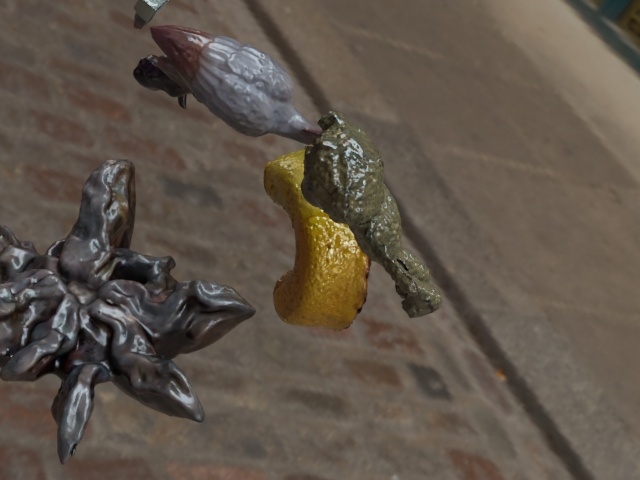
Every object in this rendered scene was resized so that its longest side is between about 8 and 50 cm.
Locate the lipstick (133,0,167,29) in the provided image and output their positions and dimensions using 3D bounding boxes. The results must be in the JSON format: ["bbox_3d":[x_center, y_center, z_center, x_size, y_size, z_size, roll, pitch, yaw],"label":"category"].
[{"bbox_3d":[-0.198,-0.259,1.431,0.025,0.107,0.025,45,70,-8],"label":"lipstick"}]

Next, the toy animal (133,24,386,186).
[{"bbox_3d":[-0.075,-0.163,1.426,0.324,0.090,0.195,27,-6,19],"label":"toy animal"}]

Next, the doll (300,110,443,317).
[{"bbox_3d":[0.056,-0.022,1.337,0.286,0.091,0.202,22,53,-72],"label":"doll"}]

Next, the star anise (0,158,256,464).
[{"bbox_3d":[-0.188,0.056,0.975,0.212,0.129,0.283,-30,55,-26],"label":"star anise"}]

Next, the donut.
[{"bbox_3d":[0.002,-0.005,1.676,0.101,0.152,0.259,-4,88,-27],"label":"donut"}]
